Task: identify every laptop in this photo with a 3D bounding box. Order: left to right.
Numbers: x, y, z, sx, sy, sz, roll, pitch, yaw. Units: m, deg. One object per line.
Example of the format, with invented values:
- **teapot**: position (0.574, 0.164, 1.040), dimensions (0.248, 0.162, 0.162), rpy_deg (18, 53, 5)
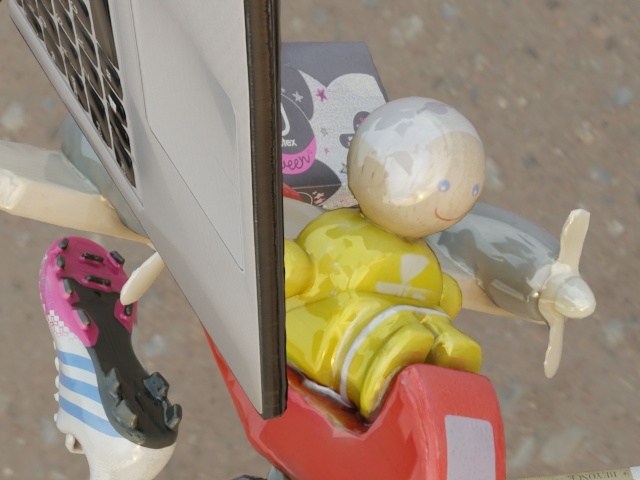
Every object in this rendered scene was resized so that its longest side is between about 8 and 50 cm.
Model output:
- **laptop**: position (-0.210, -0.121, 0.725), dimensions (0.236, 0.382, 0.408), rpy_deg (-27, 65, -14)

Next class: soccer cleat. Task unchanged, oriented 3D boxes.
- **soccer cleat**: position (-0.246, 0.136, 2.080), dimensions (0.143, 0.116, 0.331), rpy_deg (-57, 38, 28)

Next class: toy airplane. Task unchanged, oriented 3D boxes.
- **toy airplane**: position (0.000, 0.000, 1.268), dimensions (0.384, 0.386, 0.272), rpy_deg (39, 118, -2)

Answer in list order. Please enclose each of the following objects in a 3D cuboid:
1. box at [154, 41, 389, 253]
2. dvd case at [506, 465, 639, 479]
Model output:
- **box**: position (-0.051, -0.091, 1.883), dimensions (0.142, 0.247, 0.163), rpy_deg (-35, 69, 42)
- **dvd case**: position (0.151, 0.247, 1.544), dimensions (0.221, 0.164, 0.018), rpy_deg (-5, 40, -7)
